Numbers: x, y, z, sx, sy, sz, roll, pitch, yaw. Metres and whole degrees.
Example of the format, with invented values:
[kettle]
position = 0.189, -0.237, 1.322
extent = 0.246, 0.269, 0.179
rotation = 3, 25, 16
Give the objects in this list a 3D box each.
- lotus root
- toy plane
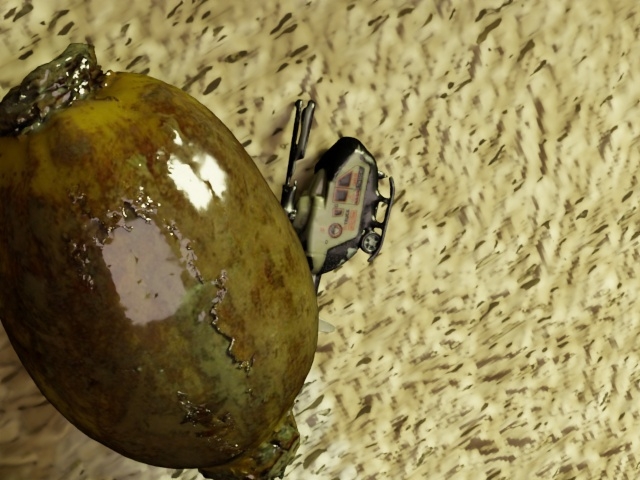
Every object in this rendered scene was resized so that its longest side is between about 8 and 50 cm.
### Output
[lotus root]
position = -0.064, 0.021, 0.611
extent = 0.120, 0.120, 0.209
rotation = -33, 116, -12
[toy plane]
position = 0.000, 0.000, 0.678
extent = 0.049, 0.031, 0.120
rotation = 8, 100, -21
